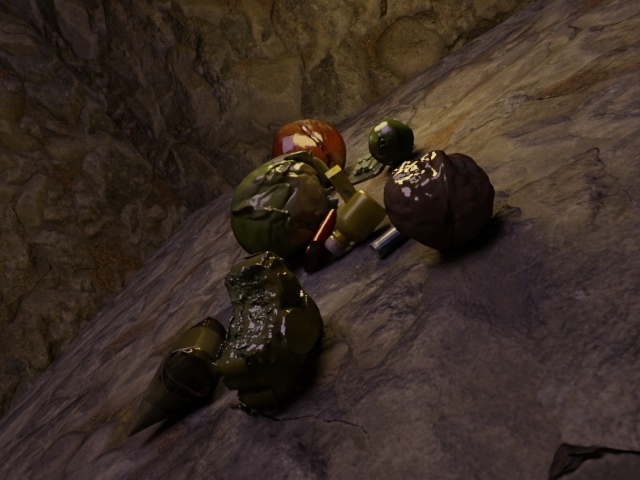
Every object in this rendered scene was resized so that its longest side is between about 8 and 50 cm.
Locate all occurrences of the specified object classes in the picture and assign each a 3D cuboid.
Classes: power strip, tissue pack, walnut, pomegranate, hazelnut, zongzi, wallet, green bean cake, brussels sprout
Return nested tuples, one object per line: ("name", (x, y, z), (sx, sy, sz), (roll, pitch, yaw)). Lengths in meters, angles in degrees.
("power strip", (0.204, -0.335, 2.127), (0.198, 0.064, 0.213), (-15, 28, 43))
("tissue pack", (0.094, -0.185, 1.802), (0.062, 0.176, 0.095), (-34, 19, 5))
("walnut", (0.287, -0.101, 1.199), (0.273, 0.227, 0.273), (-30, 24, 15))
("pomegranate", (0.297, -0.390, 1.961), (0.187, 0.187, 0.225), (-20, -4, 40))
("hazelnut", (-0.058, -0.391, 2.288), (0.372, 0.372, 0.315), (-44, -1, -19))
("zongzi", (-0.419, 0.390, 1.437), (0.317, 0.154, 0.289), (-40, 11, 10))
("wallet", (0.000, 0.000, 1.641), (0.204, 0.045, 0.142), (-61, -12, -51))
("green bean cake", (-0.123, 0.198, 1.144), (0.202, 0.285, 0.310), (-20, 27, 30))
("brussels sprout", (-0.161, -0.118, 1.832), (0.361, 0.342, 0.425), (-15, 17, 35))

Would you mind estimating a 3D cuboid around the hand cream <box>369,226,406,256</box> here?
("hand cream", (0.252, -0.045, 1.403), (0.255, 0.048, 0.079), (-39, 18, -8))

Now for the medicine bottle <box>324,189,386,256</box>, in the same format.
("medicine bottle", (0.103, -0.047, 1.559), (0.212, 0.122, 0.122), (-49, 18, 9))
